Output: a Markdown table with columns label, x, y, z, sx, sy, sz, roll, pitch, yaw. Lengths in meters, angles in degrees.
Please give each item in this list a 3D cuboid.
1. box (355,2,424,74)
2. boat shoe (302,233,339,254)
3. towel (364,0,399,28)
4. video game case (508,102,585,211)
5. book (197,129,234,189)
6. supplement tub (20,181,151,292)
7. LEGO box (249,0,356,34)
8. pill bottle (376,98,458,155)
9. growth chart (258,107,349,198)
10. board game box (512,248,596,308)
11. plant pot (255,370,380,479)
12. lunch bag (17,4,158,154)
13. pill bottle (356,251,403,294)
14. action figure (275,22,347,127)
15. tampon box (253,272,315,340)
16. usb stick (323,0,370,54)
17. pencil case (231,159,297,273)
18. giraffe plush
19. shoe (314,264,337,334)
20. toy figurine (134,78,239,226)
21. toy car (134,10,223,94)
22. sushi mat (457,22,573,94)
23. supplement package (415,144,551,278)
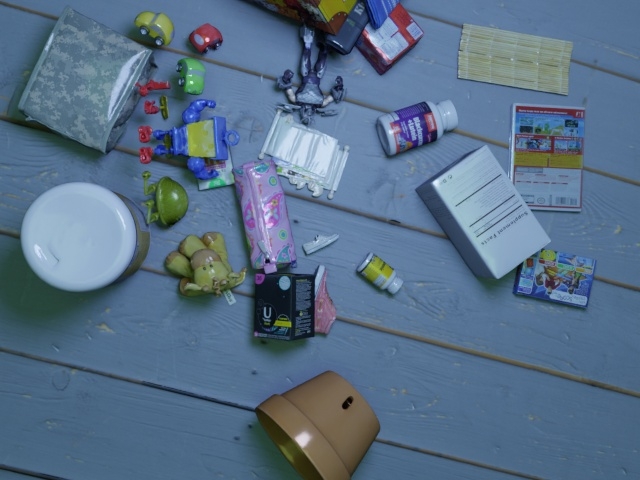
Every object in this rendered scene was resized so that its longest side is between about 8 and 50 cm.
| label | x | y | z | sx | sy | sz | roll | pitch | yaw |
| --- | --- | --- | --- | --- | --- | --- | --- | --- | --- |
| box | 0.129 | -0.573 | 1.776 | 0.128 | 0.122 | 0.257 | -42 | 93 | -5 |
| boat shoe | 0.000 | 0.000 | 1.804 | 0.100 | 0.035 | 0.035 | -26 | 95 | 2 |
| towel | 0.195 | -0.698 | 1.634 | 0.040 | 0.243 | 0.336 | 27 | 72 | 33 |
| video game case | 0.611 | -0.224 | 1.867 | 0.204 | 0.025 | 0.285 | 3 | 89 | -5 |
| book | -0.277 | -0.209 | 1.783 | 0.096 | 0.035 | 0.144 | -11 | 91 | 0 |
| supplement tub | -0.528 | -0.006 | 1.605 | 0.241 | 0.331 | 0.241 | 0 | 89 | -6 |
| LEGO box | -0.014 | -0.801 | 1.658 | 0.372 | 0.193 | 0.500 | 29 | 86 | 26 |
| pill bottle | 0.252 | -0.299 | 1.792 | 0.194 | 0.108 | 0.108 | -20 | 91 | -5 |
| growth chart | -0.043 | -0.223 | 1.808 | 0.237 | 0.021 | 0.172 | 27 | 87 | -5 |
| board game box | 0.632 | 0.097 | 1.861 | 0.201 | 0.035 | 0.136 | 13 | 88 | -5 |
| plant pot | 0.007 | 0.458 | 1.693 | 0.203 | 0.291 | 0.291 | -39 | 93 | -21 |
| lunch bag | -0.567 | -0.375 | 1.688 | 0.235 | 0.169 | 0.287 | 27 | 82 | -5 |
| pill bottle | 0.157 | 0.088 | 1.802 | 0.116 | 0.065 | 0.065 | 38 | 86 | -5 |
| action figure | -0.023 | -0.433 | 1.773 | 0.185 | 0.099 | 0.285 | 4 | 94 | -22 |
| tampon box | -0.090 | 0.163 | 1.735 | 0.120 | 0.101 | 0.161 | 0 | 89 | 36 |
| usb stick | 0.102 | -0.583 | 1.688 | 0.077 | 0.045 | 0.278 | 31 | 86 | -3 |
| pencil case | -0.142 | -0.059 | 1.748 | 0.124 | 0.124 | 0.284 | -11 | 90 | -5 |
| giraffe plush | -0.280 | 0.079 | 1.707 | 0.181 | 0.170 | 0.210 | -45 | 93 | -4 |
| shoe | 0.007 | 0.156 | 1.791 | 0.081 | 0.063 | 0.178 | 15 | 93 | -6 |
| toy figurine | -0.306 | -0.217 | 1.679 | 0.217 | 0.191 | 0.362 | -3 | 93 | 6 |
| toy car | -0.320 | -0.459 | 1.682 | 0.239 | 0.053 | 0.225 | 1 | 63 | -38 |
| sushi mat | 0.526 | -0.490 | 1.864 | 0.317 | 0.019 | 0.151 | 8 | 90 | -5 |
| supplement package | 0.412 | -0.069 | 1.770 | 0.175 | 0.177 | 0.293 | -35 | 93 | -5 |
